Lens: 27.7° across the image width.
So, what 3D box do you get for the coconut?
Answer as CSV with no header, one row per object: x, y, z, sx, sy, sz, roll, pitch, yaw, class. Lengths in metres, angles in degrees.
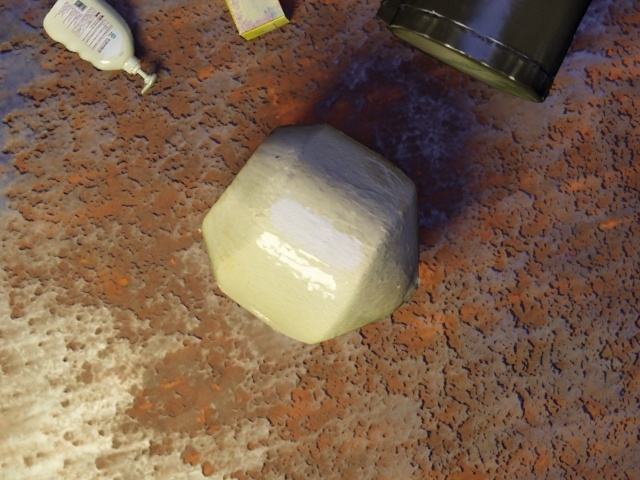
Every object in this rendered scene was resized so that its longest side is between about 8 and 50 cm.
0.000,0.000,1.513,0.247,0.245,0.245,38,95,-2,coconut

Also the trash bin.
0.230,-0.337,1.495,0.252,0.203,0.301,29,95,33,trash bin

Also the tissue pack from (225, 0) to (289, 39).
-0.100,-0.334,1.556,0.062,0.095,0.176,-24,94,4,tissue pack

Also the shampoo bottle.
-0.261,-0.243,1.593,0.152,0.045,0.077,38,93,0,shampoo bottle
